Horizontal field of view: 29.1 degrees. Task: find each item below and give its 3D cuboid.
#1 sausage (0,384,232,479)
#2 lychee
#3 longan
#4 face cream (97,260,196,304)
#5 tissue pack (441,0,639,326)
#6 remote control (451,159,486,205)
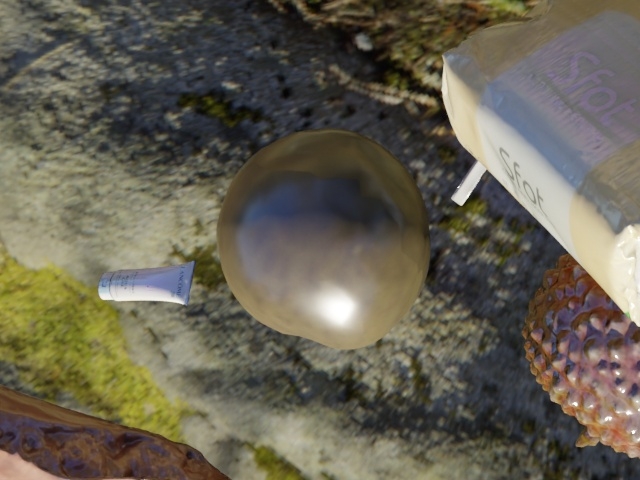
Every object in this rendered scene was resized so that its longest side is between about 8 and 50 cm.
[{"bbox_3d":[-0.183,0.100,0.664,0.304,0.078,0.078,27,110,-8],"label":"sausage"},{"bbox_3d":[0.211,0.070,0.795,0.165,0.165,0.197,21,115,11],"label":"lychee"},{"bbox_3d":[0.000,0.000,2.067,0.404,0.336,0.404,18,113,48],"label":"longan"},{"bbox_3d":[-0.148,0.037,1.057,0.115,0.020,0.038,-3,72,40],"label":"face cream"},{"bbox_3d":[0.192,-0.075,0.712,0.186,0.222,0.090,-29,132,-3],"label":"tissue pack"},{"bbox_3d":[0.245,-0.147,1.657,0.022,0.077,0.245,33,120,2],"label":"remote control"}]
